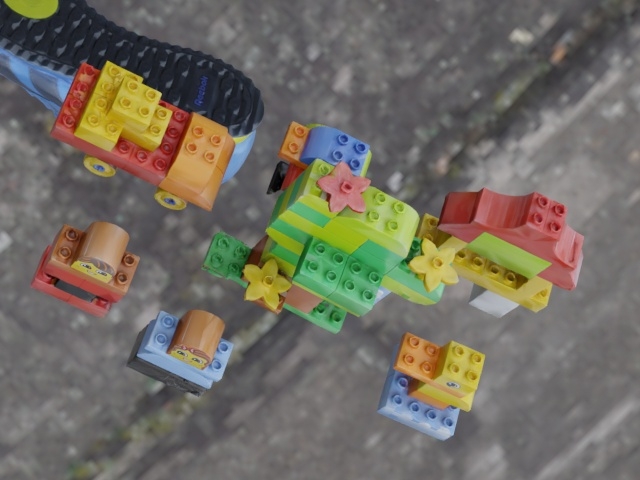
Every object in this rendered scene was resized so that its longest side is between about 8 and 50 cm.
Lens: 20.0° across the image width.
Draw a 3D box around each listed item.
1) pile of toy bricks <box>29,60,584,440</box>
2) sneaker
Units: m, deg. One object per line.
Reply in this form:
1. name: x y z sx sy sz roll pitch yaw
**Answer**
1. pile of toy bricks: 0.000 0.000 0.684 0.105 0.212 0.118 -42 -154 60
2. sneaker: -0.136 -0.087 0.979 0.082 0.209 0.069 -51 -164 48
